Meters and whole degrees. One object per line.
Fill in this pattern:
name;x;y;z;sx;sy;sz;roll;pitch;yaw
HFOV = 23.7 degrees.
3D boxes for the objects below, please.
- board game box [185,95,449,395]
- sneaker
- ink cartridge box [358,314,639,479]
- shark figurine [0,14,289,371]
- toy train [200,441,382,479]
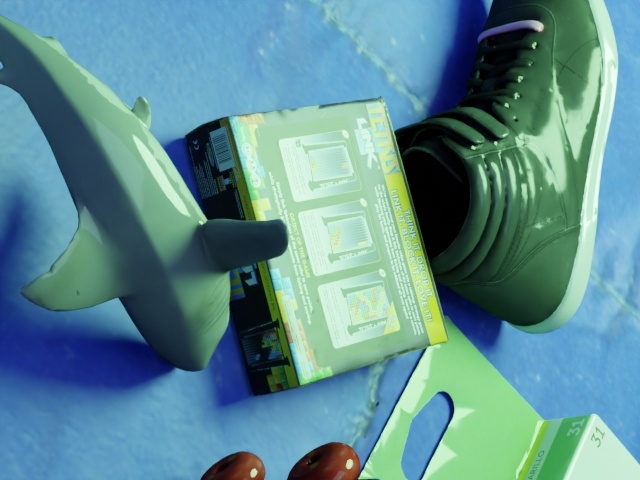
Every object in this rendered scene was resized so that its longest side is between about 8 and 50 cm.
board game box;0.000;0.000;0.970;0.141;0.048;0.170;-11;85;-45
sneaker;0.122;-0.092;1.063;0.147;0.105;0.295;18;71;-43
ink cartridge box;0.140;0.184;1.041;0.235;0.056;0.171;49;52;-23
shark figurine;-0.133;-0.026;0.789;0.116;0.166;0.278;-45;108;-29
toy train;-0.006;0.184;0.781;0.143;0.248;0.105;-41;106;-36
